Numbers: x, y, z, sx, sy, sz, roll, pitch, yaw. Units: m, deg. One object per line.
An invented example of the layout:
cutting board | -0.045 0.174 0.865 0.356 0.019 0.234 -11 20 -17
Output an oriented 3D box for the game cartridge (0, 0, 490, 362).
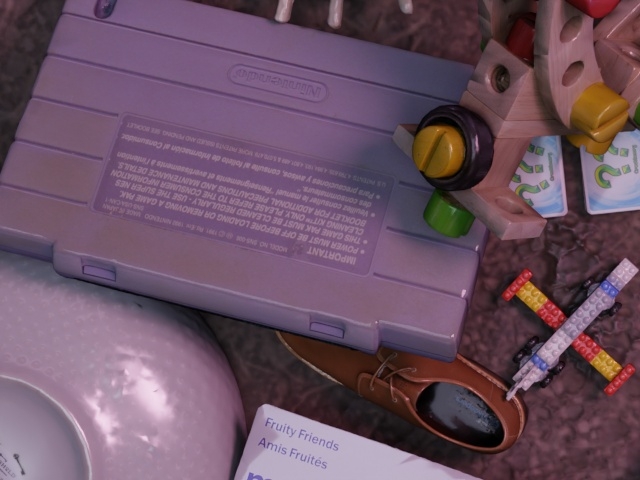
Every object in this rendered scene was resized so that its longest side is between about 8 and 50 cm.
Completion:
game cartridge | -0.047 -0.052 1.431 0.355 0.068 0.230 14 72 7

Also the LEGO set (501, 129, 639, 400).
LEGO set | 0.224 0.025 1.447 0.182 0.060 0.244 -4 95 13

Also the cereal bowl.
cereal bowl | -0.229 0.166 1.487 0.339 0.141 0.339 1 95 8

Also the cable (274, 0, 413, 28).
cable | 0.027 -0.301 1.440 0.139 0.072 0.287 -3 94 4

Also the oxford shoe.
oxford shoe | 0.058 0.095 1.469 0.212 0.076 0.076 26 100 8

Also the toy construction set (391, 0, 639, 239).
toy construction set | 0.200 -0.086 1.335 0.308 0.257 0.237 29 109 12

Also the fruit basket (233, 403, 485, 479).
fruit basket | 0.050 0.339 1.441 0.327 0.165 0.353 20 100 7
